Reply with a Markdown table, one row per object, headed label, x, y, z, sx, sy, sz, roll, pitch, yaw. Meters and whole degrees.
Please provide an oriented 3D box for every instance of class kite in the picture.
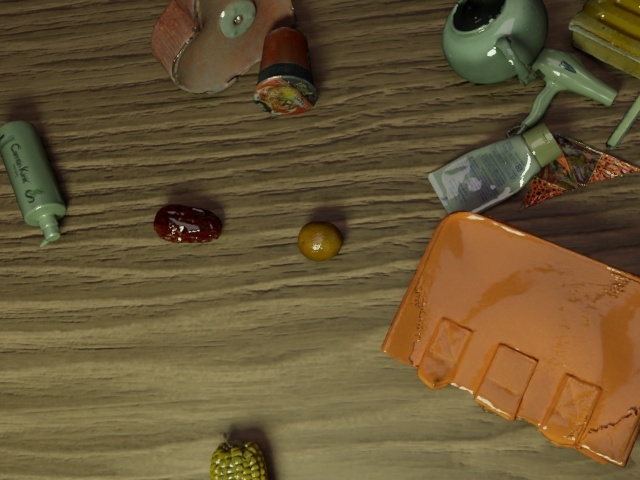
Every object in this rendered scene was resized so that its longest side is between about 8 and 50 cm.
| label | x | y | z | sx | sy | sz | roll | pitch | yaw |
| --- | --- | --- | --- | --- | --- | --- | --- | --- | --- |
| kite | 0.442 | -0.142 | 1.274 | 0.222 | 0.008 | 0.125 | -18 | 71 | 6 |

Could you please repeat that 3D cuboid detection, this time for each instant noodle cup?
| label | x | y | z | sx | sy | sz | roll | pitch | yaw |
| --- | --- | --- | --- | --- | --- | --- | --- | --- | --- |
| instant noodle cup | -0.067 | -0.332 | 1.385 | 0.127 | 0.127 | 0.136 | -6 | 65 | 10 |

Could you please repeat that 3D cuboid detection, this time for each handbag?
| label | x | y | z | sx | sy | sz | roll | pitch | yaw |
| --- | --- | --- | --- | --- | --- | --- | --- | --- | --- |
| handbag | 0.341 | 0.150 | 1.159 | 0.410 | 0.116 | 0.304 | 24 | 83 | 18 |

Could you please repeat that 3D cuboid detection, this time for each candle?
| label | x | y | z | sx | sy | sz | roll | pitch | yaw |
| --- | --- | --- | --- | --- | --- | --- | --- | --- | --- |
| candle | -0.177 | -0.447 | 1.371 | 0.287 | 0.317 | 0.131 | -19 | 61 | -38 |

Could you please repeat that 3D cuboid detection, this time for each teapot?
| label | x | y | z | sx | sy | sz | roll | pitch | yaw |
| --- | --- | --- | --- | --- | --- | --- | --- | --- | --- |
| teapot | 0.307 | -0.381 | 1.282 | 0.193 | 0.129 | 0.294 | -36 | 46 | 20 |

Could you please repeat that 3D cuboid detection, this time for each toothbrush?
| label | x | y | z | sx | sy | sz | roll | pitch | yaw |
| --- | --- | --- | --- | --- | --- | --- | --- | --- | --- |
| toothbrush | 0.595 | -0.281 | 1.271 | 0.026 | 0.028 | 0.294 | 33 | 83 | 36 |

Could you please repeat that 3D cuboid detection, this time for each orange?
| label | x | y | z | sx | sy | sz | roll | pitch | yaw |
| --- | --- | --- | --- | --- | --- | --- | --- | --- | --- |
| orange | 0.000 | 0.000 | 1.291 | 0.085 | 0.085 | 0.085 | -3 | 73 | 11 |

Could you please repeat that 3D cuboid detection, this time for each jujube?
| label | x | y | z | sx | sy | sz | roll | pitch | yaw |
| --- | --- | --- | --- | --- | --- | --- | --- | --- | --- |
| jujube | -0.251 | -0.028 | 1.353 | 0.129 | 0.077 | 0.077 | 9 | 76 | 5 |

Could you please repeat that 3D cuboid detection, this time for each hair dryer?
| label | x | y | z | sx | sy | sz | roll | pitch | yaw |
| --- | --- | --- | --- | --- | --- | --- | --- | --- | --- |
| hair dryer | 0.438 | -0.239 | 1.286 | 0.167 | 0.067 | 0.199 | 18 | 89 | 10 |

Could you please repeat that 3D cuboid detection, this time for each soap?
| label | x | y | z | sx | sy | sz | roll | pitch | yaw |
| --- | --- | --- | --- | --- | --- | --- | --- | --- | --- |
| soap | 0.589 | -0.363 | 1.245 | 0.160 | 0.080 | 0.257 | -47 | 59 | -2 |

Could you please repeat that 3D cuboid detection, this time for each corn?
| label | x | y | z | sx | sy | sz | roll | pitch | yaw |
| --- | --- | --- | --- | --- | --- | --- | --- | --- | --- |
| corn | -0.125 | 0.469 | 1.166 | 0.101 | 0.101 | 0.311 | -11 | 70 | 8 |

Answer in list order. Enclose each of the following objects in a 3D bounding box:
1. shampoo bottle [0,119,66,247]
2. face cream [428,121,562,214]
| label | x | y | z | sx | sy | sz | roll | pitch | yaw |
| --- | --- | --- | --- | --- | --- | --- | --- | --- | --- |
| shampoo bottle | -0.578 | -0.116 | 1.438 | 0.085 | 0.085 | 0.262 | -28 | 71 | 3 |
| face cream | 0.314 | -0.126 | 1.277 | 0.224 | 0.070 | 0.114 | -31 | 70 | 15 |
